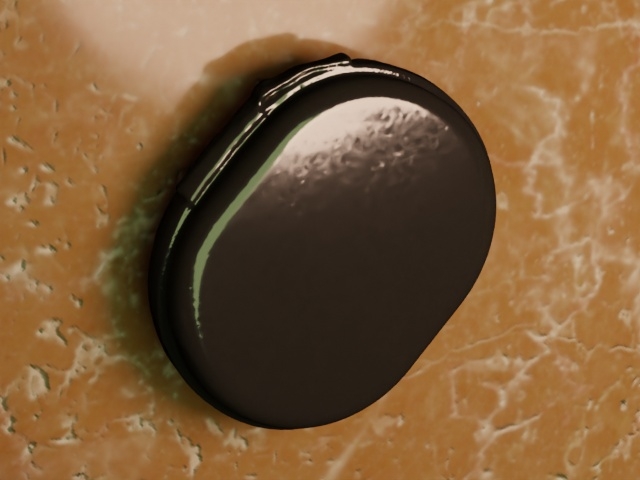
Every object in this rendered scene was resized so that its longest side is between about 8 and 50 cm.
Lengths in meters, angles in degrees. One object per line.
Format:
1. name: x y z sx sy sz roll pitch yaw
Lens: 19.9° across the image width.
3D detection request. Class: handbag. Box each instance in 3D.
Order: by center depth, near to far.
1. handbag: -0.001 0.000 1.436 0.254 0.093 0.308 41 86 -27
